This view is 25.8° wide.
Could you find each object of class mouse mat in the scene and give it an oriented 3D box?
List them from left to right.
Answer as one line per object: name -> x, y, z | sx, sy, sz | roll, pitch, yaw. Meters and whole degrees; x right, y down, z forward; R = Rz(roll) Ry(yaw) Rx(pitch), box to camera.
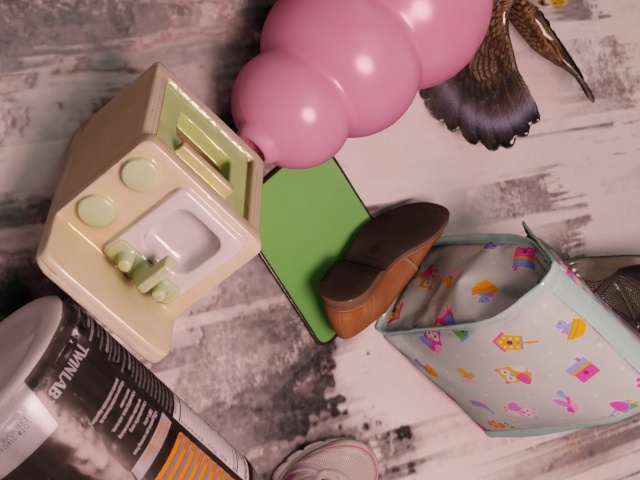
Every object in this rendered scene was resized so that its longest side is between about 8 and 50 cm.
mouse mat -> 0.000, 0.000, 1.522 | 0.152, 0.007, 0.189 | -42, 107, -33

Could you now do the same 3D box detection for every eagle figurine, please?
eagle figurine -> 0.217, -0.282, 1.644 | 0.226, 0.225, 0.298 | -4, 122, 1

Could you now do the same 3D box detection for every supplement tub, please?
supplement tub -> -0.184, 0.215, 1.236 | 0.316, 0.194, 0.193 | 47, 59, -22

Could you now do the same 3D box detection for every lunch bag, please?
lunch bag -> 0.231, 0.100, 1.519 | 0.223, 0.262, 0.160 | 42, 61, -23

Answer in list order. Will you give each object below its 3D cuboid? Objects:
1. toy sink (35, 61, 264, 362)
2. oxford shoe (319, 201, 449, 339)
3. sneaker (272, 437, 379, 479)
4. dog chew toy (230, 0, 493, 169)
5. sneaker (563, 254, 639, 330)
toy sink -> -0.145, -0.032, 1.272 | 0.153, 0.131, 0.234 | 44, 23, -23
oxford shoe -> 0.071, 0.029, 1.537 | 0.212, 0.076, 0.076 | -42, 138, -35
sneaker -> -0.015, 0.294, 1.401 | 0.252, 0.111, 0.103 | -44, 109, -33
dog chew toy -> 0.032, -0.205, 1.466 | 0.332, 0.207, 0.206 | -47, 111, -23
sneaker -> 0.379, 0.081, 1.745 | 0.228, 0.087, 0.130 | -4, 87, -34
